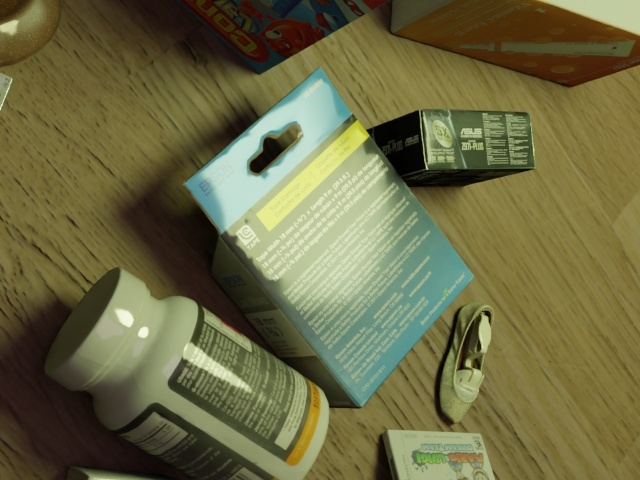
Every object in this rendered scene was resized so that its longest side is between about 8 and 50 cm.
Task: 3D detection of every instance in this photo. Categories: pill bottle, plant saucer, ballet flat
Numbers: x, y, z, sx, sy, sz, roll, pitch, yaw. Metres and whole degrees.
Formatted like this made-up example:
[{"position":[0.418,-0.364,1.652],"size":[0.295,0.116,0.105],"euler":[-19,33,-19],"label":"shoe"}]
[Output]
[{"position":[-0.139,0.158,0.970],"size":[0.278,0.162,0.162],"euler":[38,67,-21],"label":"pill bottle"},{"position":[-0.363,-0.260,0.919],"size":[0.199,0.036,0.198],"euler":[12,55,-17],"label":"plant saucer"},{"position":[0.199,0.163,1.228],"size":[0.057,0.052,0.168],"euler":[18,76,-27],"label":"ballet flat"}]

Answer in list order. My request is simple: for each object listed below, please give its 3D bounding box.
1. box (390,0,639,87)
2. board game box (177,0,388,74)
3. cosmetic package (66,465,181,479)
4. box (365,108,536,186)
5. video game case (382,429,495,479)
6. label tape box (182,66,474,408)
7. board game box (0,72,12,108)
[{"position":[0.301,-0.351,1.255],"size":[0.345,0.215,0.168],"euler":[9,80,-28],"label":"box"},{"position":[-0.090,-0.344,0.978],"size":[0.308,0.302,0.086],"euler":[39,67,-20],"label":"board game box"},{"position":[-0.219,0.360,0.946],"size":[0.117,0.085,0.231],"euler":[13,79,-29],"label":"cosmetic package"},{"position":[0.162,-0.118,1.185],"size":[0.180,0.147,0.077],"euler":[-3,86,-30],"label":"box"},{"position":[0.163,0.314,1.170],"size":[0.157,0.019,0.143],"euler":[9,49,-29],"label":"video game case"},{"position":[0.000,0.000,1.102],"size":[0.240,0.106,0.333],"euler":[-44,105,-27],"label":"label tape box"},{"position":[-0.357,-0.087,0.908],"size":[0.026,0.103,0.154],"euler":[24,73,-26],"label":"board game box"}]
